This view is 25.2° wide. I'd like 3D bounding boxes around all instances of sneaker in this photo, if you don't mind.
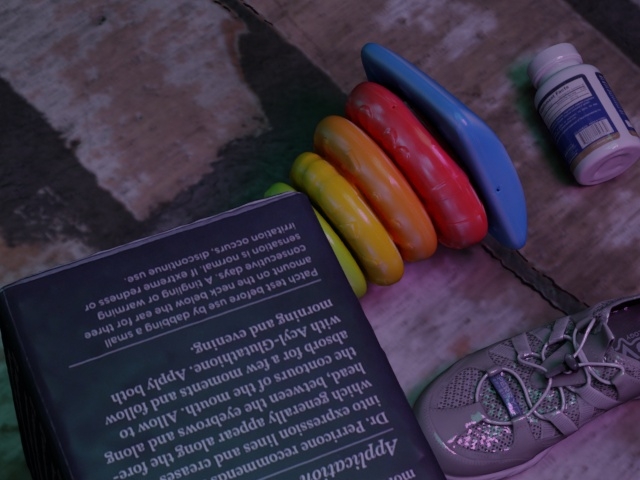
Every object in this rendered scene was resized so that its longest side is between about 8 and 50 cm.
[{"bbox_3d":[0.193,0.096,1.134,0.281,0.115,0.105,-24,68,-19],"label":"sneaker"}]

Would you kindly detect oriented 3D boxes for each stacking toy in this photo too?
[{"bbox_3d":[0.000,0.000,1.157,0.302,0.175,0.166,-39,43,-6],"label":"stacking toy"}]

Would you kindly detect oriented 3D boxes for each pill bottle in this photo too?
[{"bbox_3d":[0.232,-0.115,1.281,0.067,0.067,0.120,-18,66,-17],"label":"pill bottle"}]

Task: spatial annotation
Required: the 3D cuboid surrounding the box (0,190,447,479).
[{"bbox_3d":[-0.041,0.223,0.932,0.212,0.293,0.395,-19,67,-17],"label":"box"}]
